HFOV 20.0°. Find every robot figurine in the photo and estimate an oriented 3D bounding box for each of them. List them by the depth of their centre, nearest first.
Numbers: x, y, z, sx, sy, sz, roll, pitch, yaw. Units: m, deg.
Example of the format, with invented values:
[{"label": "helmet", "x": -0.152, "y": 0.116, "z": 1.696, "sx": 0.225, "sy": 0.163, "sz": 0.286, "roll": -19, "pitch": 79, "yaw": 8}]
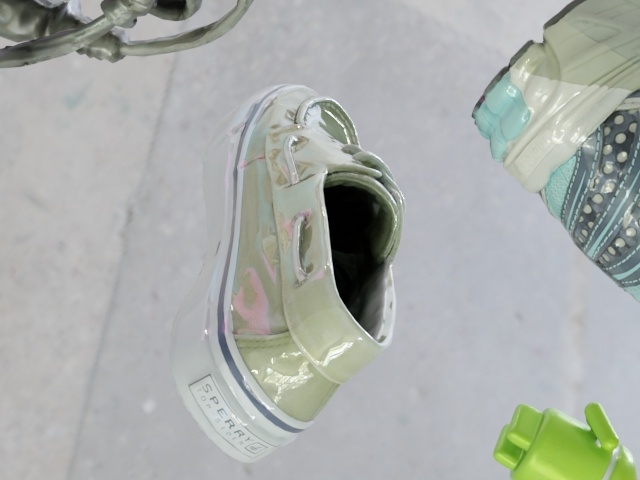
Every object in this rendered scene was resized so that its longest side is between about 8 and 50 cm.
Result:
[{"label": "robot figurine", "x": 0.192, "y": 0.173, "z": 1.397, "sx": 0.115, "sy": 0.101, "sz": 0.067, "roll": 28, "pitch": 36, "yaw": 2}]

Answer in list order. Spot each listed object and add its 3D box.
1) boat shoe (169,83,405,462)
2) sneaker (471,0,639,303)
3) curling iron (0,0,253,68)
[{"label": "boat shoe", "x": 0.000, "y": 0.000, "z": 0.917, "sx": 0.109, "sy": 0.094, "sz": 0.302, "roll": 52, "pitch": 21, "yaw": -24}, {"label": "sneaker", "x": 0.192, "y": -0.048, "z": 0.725, "sx": 0.283, "sy": 0.110, "sz": 0.122, "roll": -22, "pitch": 73, "yaw": -32}, {"label": "curling iron", "x": -0.107, "y": -0.140, "z": 0.326, "sx": 0.274, "sy": 0.068, "sz": 0.035, "roll": 53, "pitch": 26, "yaw": 3}]
